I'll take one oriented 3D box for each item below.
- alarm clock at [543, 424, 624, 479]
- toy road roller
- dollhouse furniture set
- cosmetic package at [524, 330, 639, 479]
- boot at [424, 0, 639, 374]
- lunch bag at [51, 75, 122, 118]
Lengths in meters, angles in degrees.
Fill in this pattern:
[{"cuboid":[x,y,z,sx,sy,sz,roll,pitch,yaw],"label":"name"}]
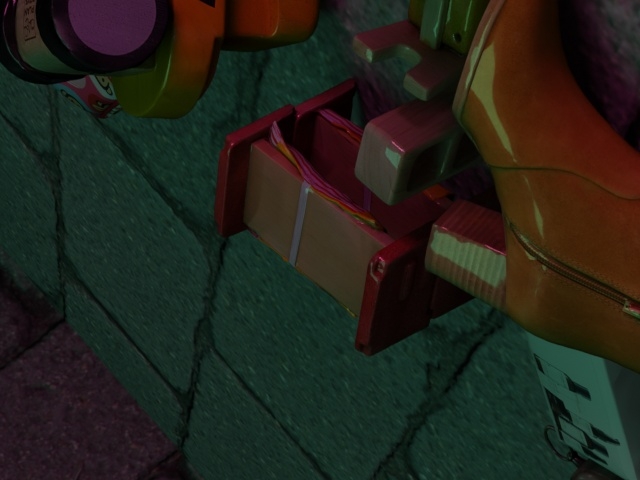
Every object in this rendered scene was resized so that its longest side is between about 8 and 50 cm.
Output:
[{"cuboid":[0.270,0.237,1.385,0.192,0.064,0.129,44,158,28],"label":"alarm clock"},{"cuboid":[-0.130,-0.265,1.260,0.202,0.241,0.329,4,92,63],"label":"toy road roller"},{"cuboid":[0.048,-0.114,1.198,0.201,0.152,0.374,40,139,30],"label":"dollhouse furniture set"},{"cuboid":[0.219,0.088,1.239,0.099,0.060,0.239,27,148,46],"label":"cosmetic package"},{"cuboid":[0.195,-0.049,1.036,0.211,0.104,0.295,22,129,17],"label":"boot"},{"cuboid":[-0.250,-0.274,1.530,0.293,0.120,0.258,55,159,-7],"label":"lunch bag"}]
